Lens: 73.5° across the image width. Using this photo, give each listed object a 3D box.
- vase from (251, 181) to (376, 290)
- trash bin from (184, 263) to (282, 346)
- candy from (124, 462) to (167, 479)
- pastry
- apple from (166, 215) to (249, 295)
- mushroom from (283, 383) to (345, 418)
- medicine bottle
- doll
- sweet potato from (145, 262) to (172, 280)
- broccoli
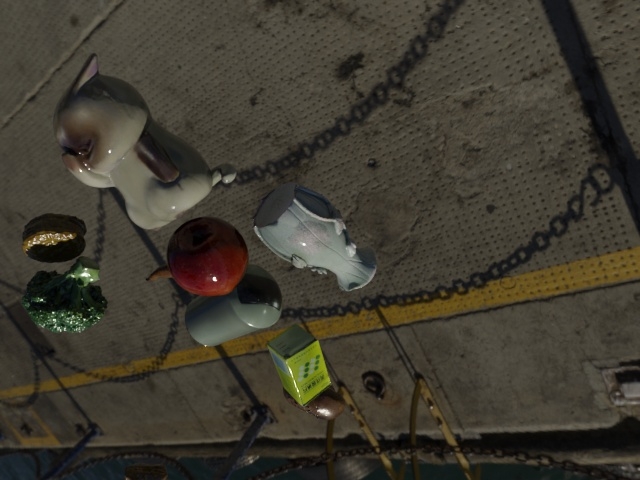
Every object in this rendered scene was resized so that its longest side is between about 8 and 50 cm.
[{"bbox_3d":[0.000,0.000,1.467,0.250,0.249,0.445,-27,128,35],"label":"vase"},{"bbox_3d":[-0.369,0.286,1.860,0.432,0.280,0.280,-30,99,36],"label":"trash bin"},{"bbox_3d":[-0.569,0.814,1.352,0.144,0.101,0.271,12,111,-25],"label":"candy"},{"bbox_3d":[-0.889,-0.005,1.440,0.188,0.189,0.103,-51,50,36],"label":"pastry"},{"bbox_3d":[-0.311,0.045,1.194,0.219,0.218,0.201,15,135,20],"label":"apple"},{"bbox_3d":[-0.030,0.700,1.924,0.297,0.278,0.162,13,78,33],"label":"mushroom"},{"bbox_3d":[-0.076,0.445,1.537,0.141,0.137,0.249,24,138,47],"label":"medicine bottle"},{"bbox_3d":[-0.393,-0.178,0.921,0.370,0.225,0.215,39,152,-29],"label":"doll"},{"bbox_3d":[-0.513,0.102,1.475,0.226,0.068,0.068,-21,104,28],"label":"sweet potato"},{"bbox_3d":[-0.841,0.175,1.438,0.270,0.270,0.270,36,99,6],"label":"broccoli"}]
